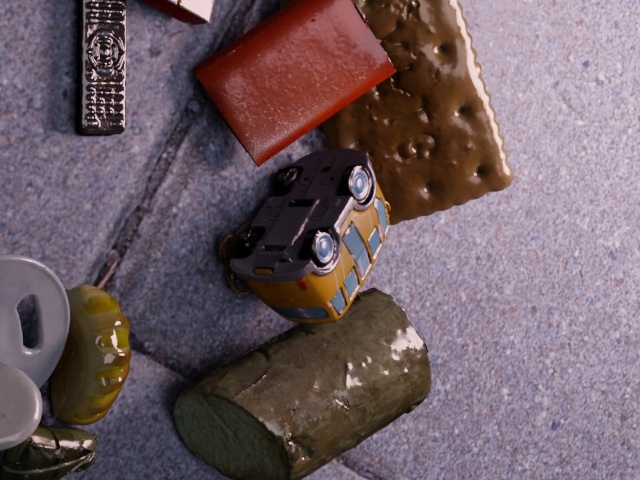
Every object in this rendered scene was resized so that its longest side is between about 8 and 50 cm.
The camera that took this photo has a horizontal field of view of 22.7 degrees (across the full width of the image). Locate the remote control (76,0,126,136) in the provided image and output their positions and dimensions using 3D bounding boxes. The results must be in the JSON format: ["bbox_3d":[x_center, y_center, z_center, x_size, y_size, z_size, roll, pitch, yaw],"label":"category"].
[{"bbox_3d":[-0.243,-0.238,1.769,0.063,0.025,0.245,-1,96,-37],"label":"remote control"}]

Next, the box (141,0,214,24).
[{"bbox_3d":[-0.185,-0.322,1.767,0.175,0.048,0.112,22,76,-45],"label":"box"}]

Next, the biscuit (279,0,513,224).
[{"bbox_3d":[0.095,-0.179,1.946,0.217,0.044,0.325,-16,110,7],"label":"biscuit"}]

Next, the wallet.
[{"bbox_3d":[-0.030,-0.199,1.870,0.204,0.045,0.142,-35,108,-1],"label":"wallet"}]

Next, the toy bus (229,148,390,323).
[{"bbox_3d":[0.000,0.000,1.900,0.136,0.126,0.209,57,48,-35],"label":"toy bus"}]

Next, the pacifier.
[{"bbox_3d":[-0.352,0.149,1.625,0.279,0.207,0.227,-26,127,-31],"label":"pacifier"}]

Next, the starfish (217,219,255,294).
[{"bbox_3d":[-0.093,0.019,1.908,0.078,0.028,0.091,11,86,-43],"label":"starfish"}]

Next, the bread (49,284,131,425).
[{"bbox_3d":[-0.249,0.127,1.768,0.083,0.094,0.157,-1,88,-32],"label":"bread"}]

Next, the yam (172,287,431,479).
[{"bbox_3d":[-0.011,0.182,1.908,0.304,0.168,0.168,-28,111,-33],"label":"yam"}]

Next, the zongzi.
[{"bbox_3d":[-0.306,0.262,1.767,0.109,0.055,0.119,10,101,-38],"label":"zongzi"}]
